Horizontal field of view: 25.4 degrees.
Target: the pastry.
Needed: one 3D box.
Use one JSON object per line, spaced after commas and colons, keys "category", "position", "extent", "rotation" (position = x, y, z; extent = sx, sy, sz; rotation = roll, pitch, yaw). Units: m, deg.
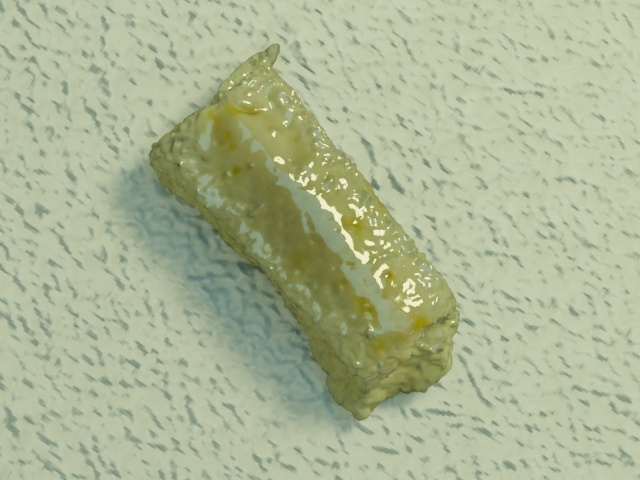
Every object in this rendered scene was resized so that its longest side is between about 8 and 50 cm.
{"category": "pastry", "position": [-0.006, 0.002, 0.965], "extent": [0.121, 0.089, 0.258], "rotation": [-35, 88, 2]}
